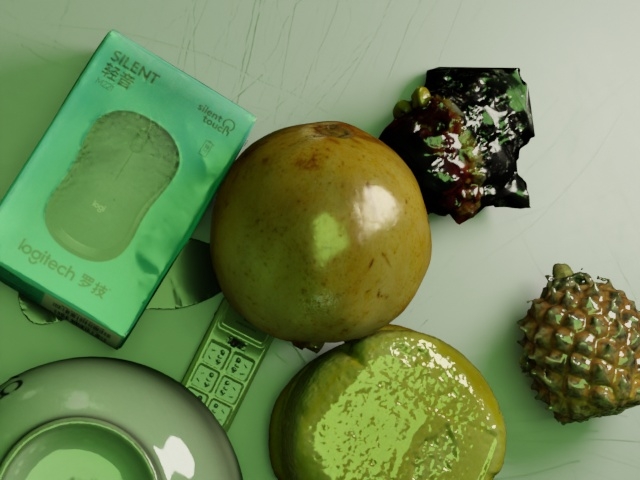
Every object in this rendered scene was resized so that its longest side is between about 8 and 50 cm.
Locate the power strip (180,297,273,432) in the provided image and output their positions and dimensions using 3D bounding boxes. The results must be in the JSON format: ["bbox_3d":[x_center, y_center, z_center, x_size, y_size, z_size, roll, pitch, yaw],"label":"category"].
[{"bbox_3d":[-0.108,0.140,1.812,0.076,0.028,0.169,27,78,-6],"label":"power strip"}]

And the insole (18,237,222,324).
[{"bbox_3d":[-0.226,0.047,1.812,0.253,0.005,0.086,-9,83,-14],"label":"insole"}]

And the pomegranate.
[{"bbox_3d":[0.000,0.000,1.728,0.264,0.264,0.264,2,82,-12],"label":"pomegranate"}]

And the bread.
[{"bbox_3d":[0.079,0.230,1.780,0.269,0.148,0.270,1,86,-11],"label":"bread"}]

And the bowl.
[{"bbox_3d":[-0.253,0.284,1.657,0.353,0.185,0.354,1,77,-4],"label":"bowl"}]

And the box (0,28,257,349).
[{"bbox_3d":[-0.233,-0.058,1.765,0.205,0.118,0.311,32,76,-7],"label":"box"}]

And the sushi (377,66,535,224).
[{"bbox_3d":[0.149,-0.105,1.839,0.150,0.153,0.172,-20,107,-34],"label":"sushi"}]

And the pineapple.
[{"bbox_3d":[0.311,0.118,1.844,0.166,0.166,0.193,-12,76,-13],"label":"pineapple"}]
